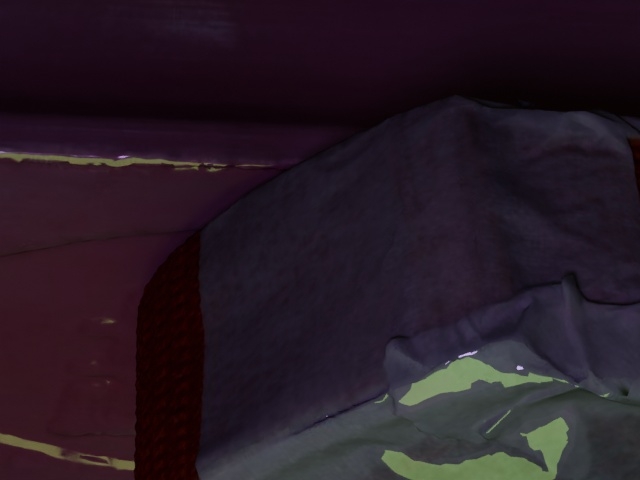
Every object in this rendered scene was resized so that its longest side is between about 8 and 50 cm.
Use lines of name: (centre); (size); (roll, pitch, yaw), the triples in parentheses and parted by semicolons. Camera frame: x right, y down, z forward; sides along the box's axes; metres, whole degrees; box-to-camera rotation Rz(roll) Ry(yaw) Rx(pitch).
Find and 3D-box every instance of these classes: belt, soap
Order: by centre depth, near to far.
belt: (0.030, 0.052, 0.598); (0.201, 0.124, 0.128); (-28, 135, 29)
soap: (0.000, 0.000, 0.729); (0.359, 0.128, 0.233); (2, 142, -5)
